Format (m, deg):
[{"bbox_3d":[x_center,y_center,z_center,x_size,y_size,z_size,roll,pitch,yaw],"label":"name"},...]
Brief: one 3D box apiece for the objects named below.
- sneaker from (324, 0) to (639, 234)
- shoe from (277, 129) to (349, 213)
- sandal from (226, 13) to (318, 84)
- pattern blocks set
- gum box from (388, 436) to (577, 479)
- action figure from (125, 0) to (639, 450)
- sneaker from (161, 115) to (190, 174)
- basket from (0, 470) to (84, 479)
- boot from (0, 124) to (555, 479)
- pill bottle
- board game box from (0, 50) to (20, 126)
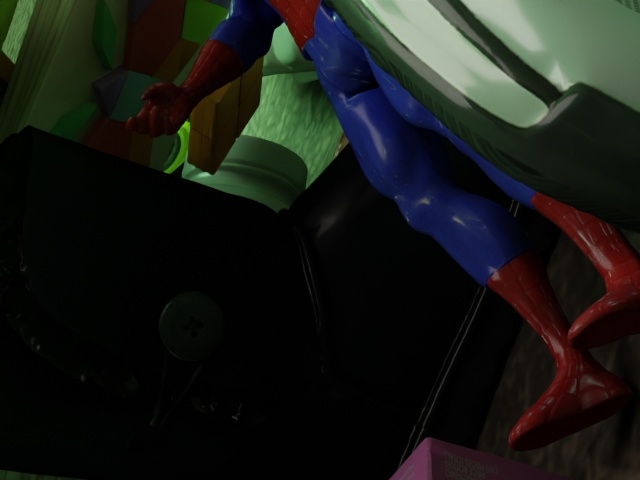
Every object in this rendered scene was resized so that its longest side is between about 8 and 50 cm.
[{"bbox_3d":[0.103,-0.221,0.638,0.257,0.169,0.447,-51,33,33],"label":"sneaker"},{"bbox_3d":[0.000,0.000,0.868,0.063,0.081,0.178,128,153,-46],"label":"shoe"},{"bbox_3d":[-0.011,-0.158,1.042,0.416,0.102,0.169,25,112,59],"label":"sandal"},{"bbox_3d":[-0.089,-0.067,0.836,0.285,0.026,0.324,-24,-44,-61],"label":"pattern blocks set"},{"bbox_3d":[0.022,0.168,0.678,0.107,0.062,0.188,-89,25,-43],"label":"gum box"},{"bbox_3d":[-0.010,-0.054,0.660,0.280,0.139,0.091,59,146,29],"label":"action figure"},{"bbox_3d":[-0.159,-0.075,1.340,0.295,0.109,0.123,-32,11,42],"label":"sneaker"},{"bbox_3d":[-0.242,0.118,1.171,0.331,0.266,0.328,150,135,-63],"label":"basket"},{"bbox_3d":[-0.025,-0.010,0.748,0.094,0.207,0.246,-159,87,-72],"label":"boot"},{"bbox_3d":[-0.050,0.027,0.984,0.086,0.086,0.152,143,141,-61],"label":"pill bottle"},{"bbox_3d":[-0.359,-0.007,0.824,0.356,0.356,0.356,-57,-21,-9],"label":"board game box"}]
